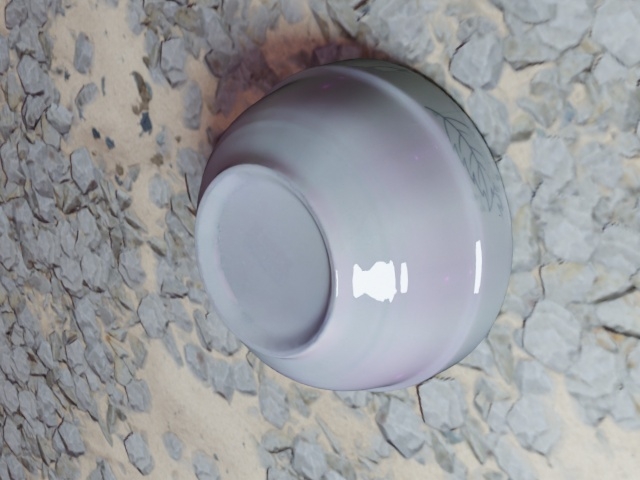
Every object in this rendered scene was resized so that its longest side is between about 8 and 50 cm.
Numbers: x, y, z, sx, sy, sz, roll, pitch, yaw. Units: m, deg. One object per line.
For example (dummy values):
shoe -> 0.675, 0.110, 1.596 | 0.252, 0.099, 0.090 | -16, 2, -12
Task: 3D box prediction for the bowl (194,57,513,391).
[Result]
bowl -> 0.000, 0.000, 0.797 | 0.287, 0.144, 0.287 | 14, 112, 39
